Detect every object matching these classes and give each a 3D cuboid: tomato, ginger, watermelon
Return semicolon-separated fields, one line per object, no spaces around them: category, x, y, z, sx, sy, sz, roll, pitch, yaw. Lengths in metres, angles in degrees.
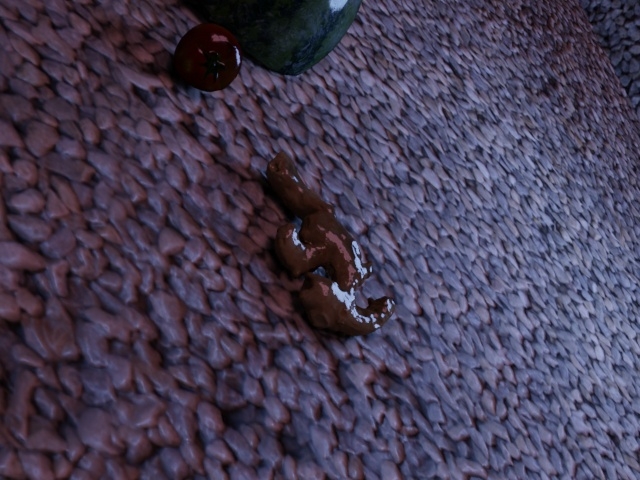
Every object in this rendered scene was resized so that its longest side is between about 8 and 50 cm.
tomato;-0.142;-0.232;1.477;0.087;0.087;0.075;33;8;-33
ginger;-0.007;0.004;1.449;0.149;0.065;0.259;-17;77;-57
watermelon;-0.041;-0.372;1.654;0.256;0.260;0.176;59;7;-44

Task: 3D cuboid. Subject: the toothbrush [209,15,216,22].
toothbrush;-0.131;-0.333;1.665;0.013;0.011;0.131;38;32;-4
